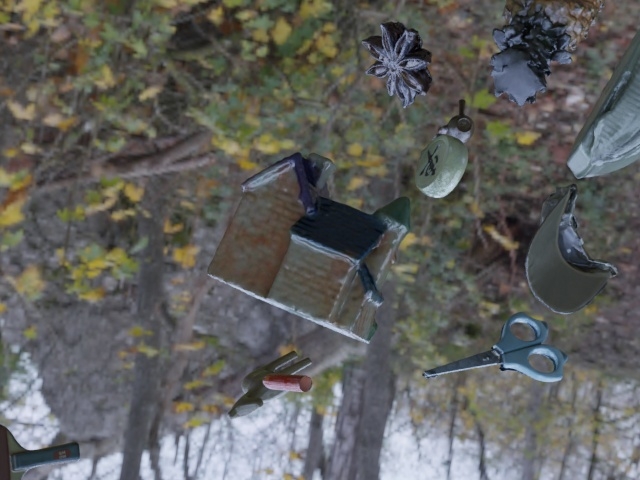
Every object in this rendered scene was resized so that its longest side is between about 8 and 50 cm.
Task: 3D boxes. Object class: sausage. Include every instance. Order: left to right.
[{"bbox_3d":[-0.071,0.282,1.888,0.034,0.034,0.129,4,174,-42],"label":"sausage"}]

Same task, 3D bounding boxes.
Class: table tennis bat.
[{"bbox_3d":[-0.545,0.377,1.596,0.274,0.154,0.021,-5,173,-20],"label":"table tennis bat"}]

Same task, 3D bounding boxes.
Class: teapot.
[{"bbox_3d":[0.334,-0.294,2.306,0.085,0.110,0.080,7,172,-4],"label":"teapot"}]

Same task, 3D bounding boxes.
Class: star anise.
[{"bbox_3d":[0.225,-0.492,2.589,0.109,0.223,0.236,-39,-175,-31],"label":"star anise"}]

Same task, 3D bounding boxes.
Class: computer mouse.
[{"bbox_3d":[0.634,-0.294,1.830,0.145,0.429,0.228,30,-170,9],"label":"computer mouse"}]

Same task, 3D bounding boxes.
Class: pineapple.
[{"bbox_3d":[0.329,-0.317,1.440,0.157,0.279,0.158,24,152,13],"label":"pineapple"}]

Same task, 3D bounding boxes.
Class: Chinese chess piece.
[{"bbox_3d":[0.156,-0.096,1.227,0.034,0.084,0.084,24,-178,-20],"label":"Chinese chess piece"}]

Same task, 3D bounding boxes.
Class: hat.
[{"bbox_3d":[0.461,0.018,1.866,0.244,0.214,0.149,-33,-166,-21],"label":"hat"}]

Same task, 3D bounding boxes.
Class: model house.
[{"bbox_3d":[0.000,0.000,1.714,0.312,0.280,0.245,21,174,21],"label":"model house"}]

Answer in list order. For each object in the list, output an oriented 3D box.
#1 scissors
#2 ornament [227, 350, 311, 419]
[{"bbox_3d":[0.386,0.265,2.136,0.360,0.029,0.191,-12,-126,-21],"label":"scissors"},{"bbox_3d":[-0.131,0.354,2.291,0.245,0.061,0.230,-28,-172,-16],"label":"ornament"}]
